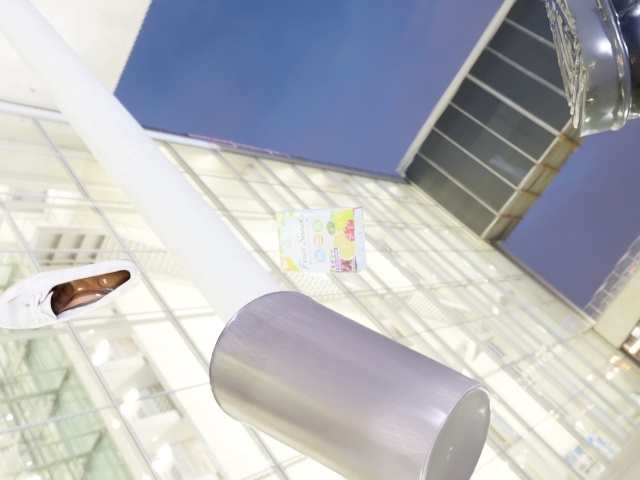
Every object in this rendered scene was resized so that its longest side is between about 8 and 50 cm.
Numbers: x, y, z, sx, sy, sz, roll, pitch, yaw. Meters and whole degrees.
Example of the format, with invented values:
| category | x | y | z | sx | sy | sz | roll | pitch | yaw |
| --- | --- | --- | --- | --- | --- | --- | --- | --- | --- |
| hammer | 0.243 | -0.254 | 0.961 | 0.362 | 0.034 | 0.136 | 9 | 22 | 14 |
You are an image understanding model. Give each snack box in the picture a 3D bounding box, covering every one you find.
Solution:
| category | x | y | z | sx | sy | sz | roll | pitch | yaw |
| --- | --- | --- | --- | --- | --- | --- | --- | --- | --- |
| snack box | 0.000 | 0.000 | 0.889 | 0.037 | 0.141 | 0.100 | -14 | -79 | -58 |

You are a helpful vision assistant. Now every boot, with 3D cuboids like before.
| category | x | y | z | sx | sy | sz | roll | pitch | yaw |
| --- | --- | --- | --- | --- | --- | --- | --- | --- | --- |
| boot | 0.345 | -0.261 | 0.512 | 0.260 | 0.348 | 0.131 | -9 | -17 | 18 |

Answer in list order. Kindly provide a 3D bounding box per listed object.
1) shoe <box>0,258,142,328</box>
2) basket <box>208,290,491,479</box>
| category | x | y | z | sx | sy | sz | roll | pitch | yaw |
| --- | --- | --- | --- | --- | --- | --- | --- | --- | --- |
| shoe | -0.379 | 0.078 | 0.845 | 0.219 | 0.058 | 0.077 | -19 | -78 | -14 |
| basket | 0.036 | 0.158 | 0.560 | 0.204 | 0.226 | 0.154 | 29 | -99 | -50 |
